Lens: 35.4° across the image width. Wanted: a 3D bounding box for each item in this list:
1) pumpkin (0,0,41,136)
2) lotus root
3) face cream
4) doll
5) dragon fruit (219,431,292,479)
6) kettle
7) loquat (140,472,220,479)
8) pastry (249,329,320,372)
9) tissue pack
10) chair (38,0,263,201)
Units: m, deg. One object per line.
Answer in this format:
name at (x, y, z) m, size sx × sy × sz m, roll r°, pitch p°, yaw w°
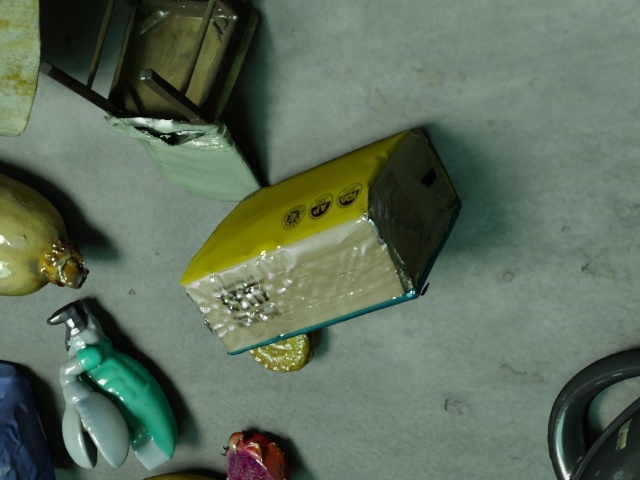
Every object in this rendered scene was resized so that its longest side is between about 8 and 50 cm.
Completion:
pumpkin at (-0.422, -0.280, 1.076) m, size 0.332 × 0.199 × 0.332 m, roll -5°, pitch 85°, yaw 62°
lotus root at (-0.457, -0.013, 1.378) m, size 0.343 × 0.151 × 0.169 m, roll 16°, pitch 119°, yaw 16°
face cream at (-0.555, 0.338, 1.565) m, size 0.249 × 0.249 × 0.225 m, roll 5°, pitch 117°, yaw 26°
doll at (-0.313, 0.222, 1.454) m, size 0.153 × 0.195 × 0.258 m, roll -31°, pitch 71°, yaw 4°
dragon fruit at (-0.079, 0.319, 1.415) m, size 0.126 × 0.068 × 0.112 m, roll 44°, pitch 136°, yaw 13°
kettle at (0.368, 0.242, 1.068) m, size 0.290 × 0.207 × 0.268 m, roll -49°, pitch 59°, yaw 47°
loquat at (-0.213, 0.472, 1.451) m, size 0.275 × 0.275 × 0.274 m, roll 13°, pitch 122°, yaw 22°
pastry at (-0.052, 0.117, 1.287) m, size 0.097 × 0.057 × 0.109 m, roll -29°, pitch 102°, yaw 35°
tissue pack at (0.000, 0.000, 1.106) m, size 0.271 × 0.192 × 0.134 m, roll -21°, pitch 113°, yaw 34°
chair at (-0.157, -0.182, 1.134) m, size 0.160 × 0.319 × 0.186 m, roll 9°, pitch 77°, yaw 21°
